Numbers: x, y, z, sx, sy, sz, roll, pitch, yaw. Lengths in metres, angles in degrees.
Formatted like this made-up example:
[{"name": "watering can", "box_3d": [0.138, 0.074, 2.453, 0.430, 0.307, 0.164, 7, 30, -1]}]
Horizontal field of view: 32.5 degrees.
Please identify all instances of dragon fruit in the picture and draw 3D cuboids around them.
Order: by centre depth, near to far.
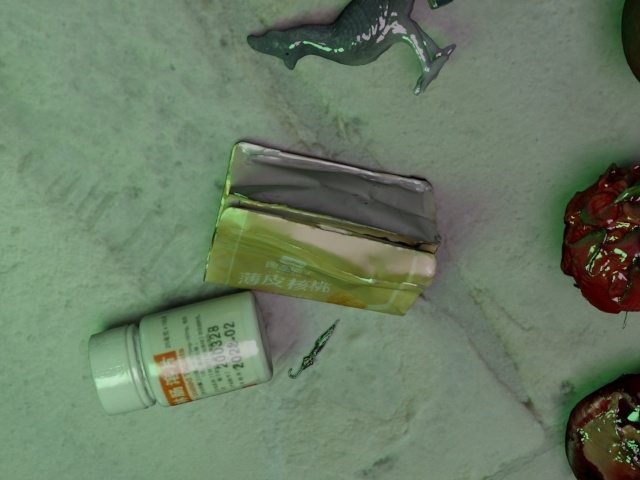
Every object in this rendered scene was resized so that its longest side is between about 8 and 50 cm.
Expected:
[{"name": "dragon fruit", "box_3d": [0.459, 0.025, 1.586, 0.234, 0.233, 0.293, -14, 128, 0]}]

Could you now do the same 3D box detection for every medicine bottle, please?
[{"name": "medicine bottle", "box_3d": [-0.204, 0.167, 1.611, 0.252, 0.144, 0.144, -11, 110, 1]}]

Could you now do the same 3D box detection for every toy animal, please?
[{"name": "toy animal", "box_3d": [0.102, -0.300, 1.494, 0.367, 0.081, 0.205, -35, 94, 9]}]

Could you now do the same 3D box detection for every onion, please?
[{"name": "onion", "box_3d": [0.522, 0.330, 1.709, 0.272, 0.195, 0.272, -3, 120, -5]}]

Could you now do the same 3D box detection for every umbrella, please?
[{"name": "umbrella", "box_3d": [-0.006, 0.171, 1.698, 0.022, 0.013, 0.122, 43, 103, 4]}]

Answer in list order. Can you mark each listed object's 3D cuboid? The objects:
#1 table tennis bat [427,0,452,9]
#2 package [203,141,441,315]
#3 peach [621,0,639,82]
[{"name": "table tennis bat", "box_3d": [0.110, -0.434, 1.425, 0.154, 0.021, 0.274, -23, 97, -9]}, {"name": "package", "box_3d": [0.004, 0.007, 1.559, 0.311, 0.165, 0.221, 13, 108, -9]}, {"name": "peach", "box_3d": [0.518, -0.296, 1.454, 0.252, 0.252, 0.252, -2, 110, -5]}]
